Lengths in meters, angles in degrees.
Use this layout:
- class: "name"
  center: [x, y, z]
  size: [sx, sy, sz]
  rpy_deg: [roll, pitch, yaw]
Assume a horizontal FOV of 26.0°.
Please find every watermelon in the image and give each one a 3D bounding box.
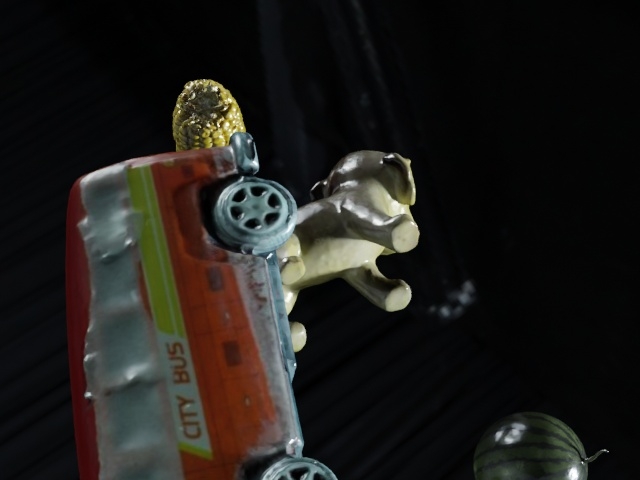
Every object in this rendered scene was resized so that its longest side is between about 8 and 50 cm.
- class: "watermelon"
  center: [0.211, 0.213, 1.314]
  size: [0.133, 0.105, 0.105]
  rpy_deg: [-14, -70, 32]

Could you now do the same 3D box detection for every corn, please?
- class: "corn"
  center: [-0.132, -0.099, 1.749]
  size: [0.106, 0.106, 0.293]
  rpy_deg: [48, -18, 19]

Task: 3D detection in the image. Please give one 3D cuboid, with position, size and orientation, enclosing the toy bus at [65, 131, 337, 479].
- class: "toy bus"
  center: [-0.063, 0.083, 0.692]
  size: [0.121, 0.120, 0.265]
  rpy_deg: [103, -21, -58]

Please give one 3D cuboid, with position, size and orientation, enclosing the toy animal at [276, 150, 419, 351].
- class: "toy animal"
  center: [0.015, 0.003, 1.348]
  size: [0.169, 0.233, 0.121]
  rpy_deg: [40, -31, 44]
